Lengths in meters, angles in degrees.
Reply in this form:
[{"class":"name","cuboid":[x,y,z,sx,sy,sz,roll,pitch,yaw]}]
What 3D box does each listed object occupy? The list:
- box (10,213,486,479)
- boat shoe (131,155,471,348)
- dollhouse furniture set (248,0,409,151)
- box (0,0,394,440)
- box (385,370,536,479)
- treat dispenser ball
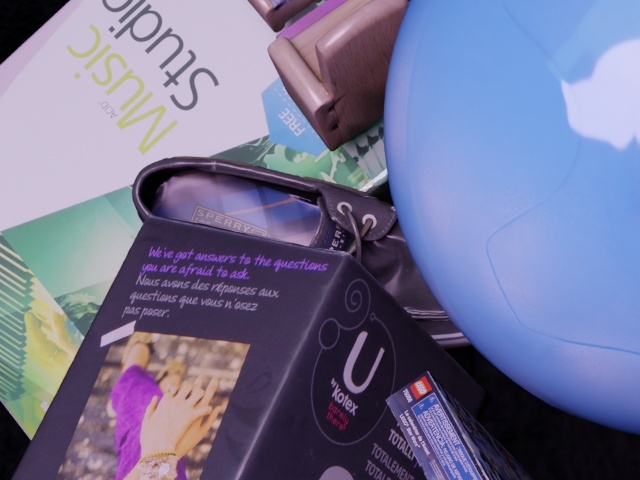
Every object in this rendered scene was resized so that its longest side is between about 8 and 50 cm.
[{"class":"box","cuboid":[-0.055,0.147,0.914,0.143,0.165,0.270,12,67,39]},{"class":"boat shoe","cuboid":[0.000,0.000,0.989,0.228,0.076,0.080,20,85,14]},{"class":"dollhouse furniture set","cuboid":[0.027,-0.271,0.970,0.286,0.198,0.303,-34,72,-6]},{"class":"box","cuboid":[-0.102,-0.043,1.093,0.322,0.058,0.232,-43,70,3]},{"class":"box","cuboid":[0.089,0.130,0.851,0.027,0.137,0.094,-35,48,9]},{"class":"treat dispenser ball","cuboid":[0.173,-0.053,0.818,0.288,0.288,0.288,-17,52,23]}]
